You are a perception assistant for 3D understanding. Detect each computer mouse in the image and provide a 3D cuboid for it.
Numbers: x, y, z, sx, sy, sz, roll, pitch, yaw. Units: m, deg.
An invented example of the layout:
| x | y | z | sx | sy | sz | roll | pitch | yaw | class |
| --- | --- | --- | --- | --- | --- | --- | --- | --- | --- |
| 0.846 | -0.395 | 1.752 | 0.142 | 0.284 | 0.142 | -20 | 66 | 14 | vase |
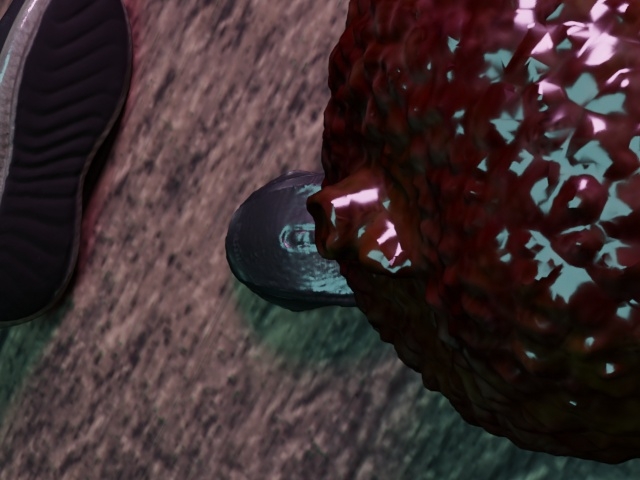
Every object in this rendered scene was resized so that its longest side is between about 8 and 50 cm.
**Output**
| x | y | z | sx | sy | sz | roll | pitch | yaw | class |
| --- | --- | --- | --- | --- | --- | --- | --- | --- | --- |
| 0.000 | 0.000 | 0.940 | 0.135 | 0.047 | 0.079 | -1 | 90 | 31 | computer mouse |

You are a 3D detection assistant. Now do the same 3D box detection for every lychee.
| x | y | z | sx | sy | sz | roll | pitch | yaw | class |
| --- | --- | --- | --- | --- | --- | --- | --- | --- | --- |
| 0.122 | -0.031 | 0.750 | 0.261 | 0.261 | 0.260 | 0 | 89 | 34 | lychee |

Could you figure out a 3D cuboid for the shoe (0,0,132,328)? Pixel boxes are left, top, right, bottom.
| x | y | z | sx | sy | sz | roll | pitch | yaw | class |
| --- | --- | --- | --- | --- | --- | --- | --- | --- | --- |
| -0.190 | -0.064 | 1.042 | 0.112 | 0.099 | 0.227 | 23 | 103 | 39 | shoe |
